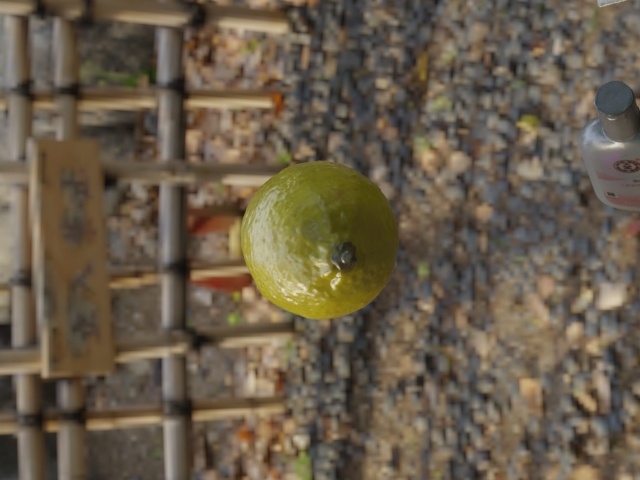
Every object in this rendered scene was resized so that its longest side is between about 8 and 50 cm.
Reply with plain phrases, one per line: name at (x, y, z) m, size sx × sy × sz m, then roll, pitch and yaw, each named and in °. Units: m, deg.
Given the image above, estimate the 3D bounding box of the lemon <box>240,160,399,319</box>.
lemon at (0.000, 0.000, 1.050) m, size 0.133 × 0.109 × 0.109 m, roll -141°, pitch 58°, yaw -68°

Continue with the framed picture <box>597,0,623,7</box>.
framed picture at (0.303, -0.362, 1.349) m, size 0.208 × 0.019 × 0.281 m, roll -13°, pitch 101°, yaw 32°

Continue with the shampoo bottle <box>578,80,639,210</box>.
shampoo bottle at (0.250, -0.074, 1.247) m, size 0.080 × 0.165 × 0.040 m, roll 2°, pitch 66°, yaw 21°
